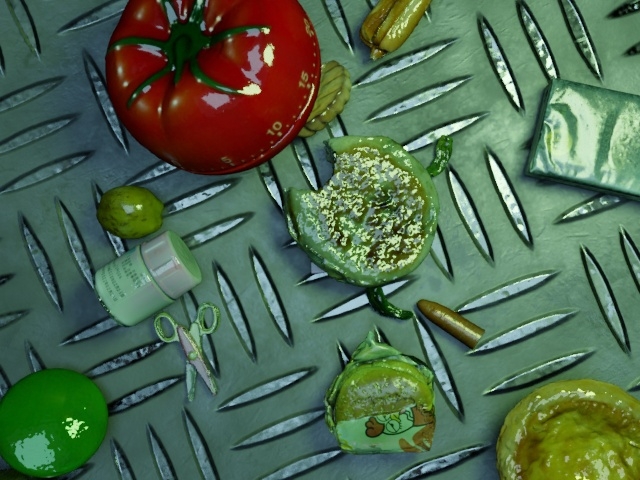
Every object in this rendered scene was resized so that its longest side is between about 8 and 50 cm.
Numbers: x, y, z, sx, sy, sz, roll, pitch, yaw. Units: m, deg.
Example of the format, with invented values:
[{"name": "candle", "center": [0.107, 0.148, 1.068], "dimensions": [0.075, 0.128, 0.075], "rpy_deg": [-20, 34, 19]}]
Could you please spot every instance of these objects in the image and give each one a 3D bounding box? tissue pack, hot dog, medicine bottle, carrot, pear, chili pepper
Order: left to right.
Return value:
[{"name": "pear", "center": [-0.370, -0.056, 1.340], "dimensions": [0.131, 0.107, 0.107], "rpy_deg": [12, 90, -4]}, {"name": "medicine bottle", "center": [-0.328, 0.072, 1.321], "dimensions": [0.168, 0.135, 0.135], "rpy_deg": [-30, 88, 4]}, {"name": "chili pepper", "center": [0.123, 0.119, 1.339], "dimensions": [0.055, 0.035, 0.118], "rpy_deg": [-43, 83, 19]}, {"name": "hot dog", "center": [0.163, -0.450, 1.321], "dimensions": [0.102, 0.076, 0.249], "rpy_deg": [34, 90, 41]}, {"name": "chili pepper", "center": [0.233, -0.164, 1.339], "dimensions": [0.030, 0.034, 0.091], "rpy_deg": [25, 93, 37]}, {"name": "carrot", "center": [0.246, 0.155, 1.323], "dimensions": [0.139, 0.048, 0.048], "rpy_deg": [32, 92, 5]}, {"name": "tissue pack", "center": [0.532, -0.184, 1.288], "dimensions": [0.257, 0.081, 0.185], "rpy_deg": [13, 91, 5]}]

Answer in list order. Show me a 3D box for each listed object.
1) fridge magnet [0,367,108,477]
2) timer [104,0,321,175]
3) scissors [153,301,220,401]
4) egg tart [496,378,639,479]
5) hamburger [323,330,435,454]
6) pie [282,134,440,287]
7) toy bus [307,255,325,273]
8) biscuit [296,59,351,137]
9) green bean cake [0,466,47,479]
[{"name": "fridge magnet", "center": [-0.517, 0.349, 1.329], "dimensions": [0.208, 0.088, 0.208], "rpy_deg": [7, 63, -15]}, {"name": "timer", "center": [-0.186, -0.304, 1.229], "dimensions": [0.378, 0.279, 0.377], "rpy_deg": [-3, 80, 18]}, {"name": "scissors", "center": [-0.252, 0.223, 1.371], "dimensions": [0.134, 0.020, 0.187], "rpy_deg": [-12, 87, 0]}, {"name": "egg tart", "center": [0.475, 0.398, 1.266], "dimensions": [0.319, 0.128, 0.318], "rpy_deg": [0, 91, 6]}, {"name": "hamburger", "center": [0.114, 0.291, 1.290], "dimensions": [0.214, 0.125, 0.235], "rpy_deg": [2, 104, -6]}, {"name": "pie", "center": [0.084, -0.056, 1.307], "dimensions": [0.303, 0.067, 0.302], "rpy_deg": [0, 87, -7]}, {"name": "toy bus", "center": [0.000, 0.000, 1.348], "dimensions": [0.052, 0.037, 0.130], "rpy_deg": [-2, 88, -1]}, {"name": "biscuit", "center": [-0.006, -0.256, 1.333], "dimensions": [0.183, 0.061, 0.118], "rpy_deg": [-41, 46, 3]}, {"name": "green bean cake", "center": [-0.615, 0.570, 1.270], "dimensions": [0.247, 0.250, 0.156], "rpy_deg": [-25, 122, 2]}]
